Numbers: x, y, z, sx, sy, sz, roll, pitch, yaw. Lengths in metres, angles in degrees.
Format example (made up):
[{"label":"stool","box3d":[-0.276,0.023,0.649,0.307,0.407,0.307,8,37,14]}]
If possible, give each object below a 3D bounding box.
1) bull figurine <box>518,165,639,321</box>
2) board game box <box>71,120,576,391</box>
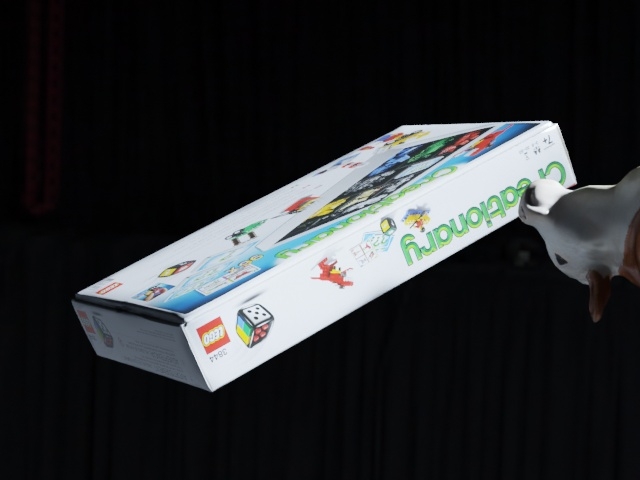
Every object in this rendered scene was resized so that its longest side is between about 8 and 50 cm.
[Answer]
[{"label":"bull figurine","box3d":[0.248,0.016,0.824,0.310,0.188,0.101,37,65,28]},{"label":"board game box","box3d":[0.000,0.000,1.020,0.305,0.053,0.193,-28,16,-25]}]
